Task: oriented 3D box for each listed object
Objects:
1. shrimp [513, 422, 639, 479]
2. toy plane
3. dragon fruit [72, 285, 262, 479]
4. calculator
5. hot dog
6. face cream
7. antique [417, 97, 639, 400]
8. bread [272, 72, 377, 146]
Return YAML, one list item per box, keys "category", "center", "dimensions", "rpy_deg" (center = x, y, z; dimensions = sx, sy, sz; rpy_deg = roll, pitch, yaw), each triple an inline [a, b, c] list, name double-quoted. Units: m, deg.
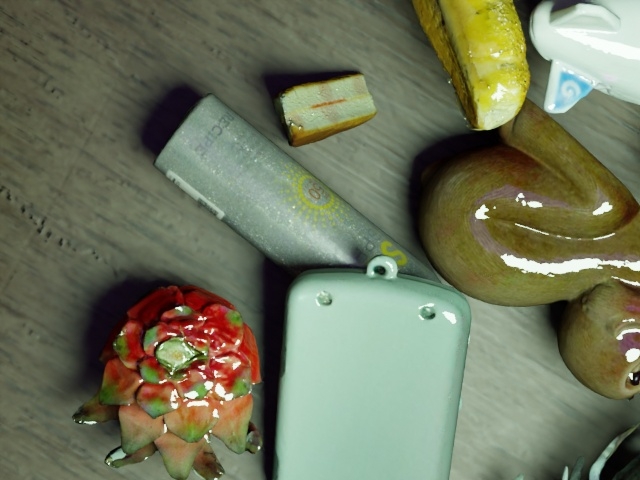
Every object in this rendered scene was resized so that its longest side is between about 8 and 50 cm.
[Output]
- category: "shrimp"
  center: [0.216, 0.287, 1.017]
  dimensions: [0.221, 0.166, 0.411]
  rpy_deg: [29, 87, 7]
- category: "toy plane"
  center: [0.283, -0.153, 1.029]
  dimensions: [0.266, 0.122, 0.267]
  rpy_deg: [0, 91, -17]
- category: "dragon fruit"
  center: [-0.105, 0.104, 1.015]
  dimensions: [0.130, 0.121, 0.142]
  rpy_deg: [39, 117, 27]
- category: "calculator"
  center: [0.036, 0.122, 1.014]
  dimensions: [0.141, 0.045, 0.246]
  rpy_deg: [6, 115, 5]
- category: "hot dog"
  center: [0.096, -0.221, 1.010]
  dimensions: [0.068, 0.083, 0.289]
  rpy_deg: [-12, 75, -11]
- category: "face cream"
  center: [0.000, 0.000, 1.040]
  dimensions: [0.283, 0.073, 0.073]
  rpy_deg: [39, 88, -4]
- category: "antique"
  center: [0.188, 0.018, 1.031]
  dimensions: [0.257, 0.121, 0.143]
  rpy_deg: [42, 88, -2]
- category: "bread"
  center: [-0.010, -0.098, 1.049]
  dimensions: [0.062, 0.109, 0.043]
  rpy_deg: [-23, 88, 40]
